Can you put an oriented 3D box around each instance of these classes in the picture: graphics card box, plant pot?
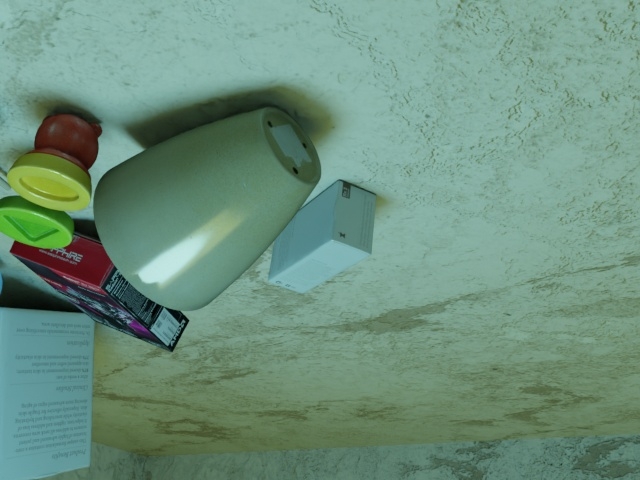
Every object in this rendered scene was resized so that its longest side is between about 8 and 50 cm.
[{"bbox_3d":[-0.449,0.101,1.610,0.233,0.094,0.371,17,159,20],"label":"graphics card box"},{"bbox_3d":[-0.143,-0.071,1.124,0.274,0.256,0.257,-32,137,28],"label":"plant pot"}]

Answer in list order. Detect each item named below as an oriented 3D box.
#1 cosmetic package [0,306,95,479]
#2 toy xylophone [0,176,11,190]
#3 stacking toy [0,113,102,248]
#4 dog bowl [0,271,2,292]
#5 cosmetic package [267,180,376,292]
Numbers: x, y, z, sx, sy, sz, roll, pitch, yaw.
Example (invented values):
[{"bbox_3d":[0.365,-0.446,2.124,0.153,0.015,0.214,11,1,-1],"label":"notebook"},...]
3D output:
[{"bbox_3d":[-0.783,0.368,1.869,0.328,0.393,0.329,-4,170,21],"label":"cosmetic package"},{"bbox_3d":[-0.674,-0.082,1.295,0.081,0.236,0.322,43,165,30],"label":"toy xylophone"},{"bbox_3d":[-0.498,-0.119,1.203,0.309,0.130,0.279,15,152,-10],"label":"stacking toy"},{"bbox_3d":[-0.794,0.057,1.607,0.074,0.165,0.297,-18,146,22],"label":"dog bowl"},{"bbox_3d":[0.000,0.000,1.331,0.086,0.117,0.231,20,152,-25],"label":"cosmetic package"}]
